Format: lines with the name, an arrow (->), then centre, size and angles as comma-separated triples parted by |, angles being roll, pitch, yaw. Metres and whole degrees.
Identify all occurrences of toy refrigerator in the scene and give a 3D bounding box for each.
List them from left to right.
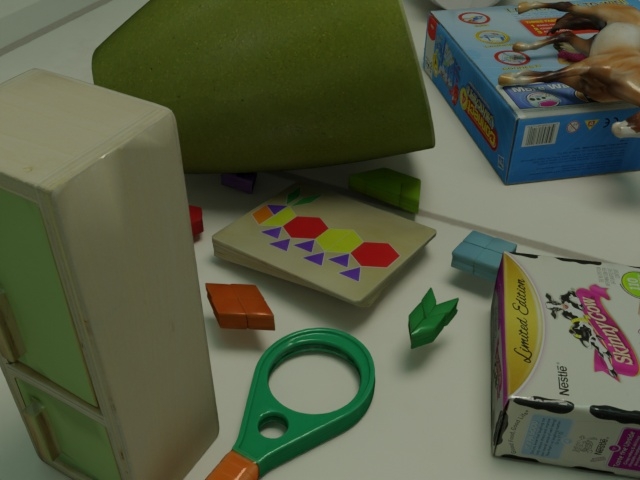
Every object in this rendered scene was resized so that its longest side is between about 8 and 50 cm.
toy refrigerator -> -0.139, 0.048, 0.426 | 0.102, 0.269, 0.094 | 20, 44, 22

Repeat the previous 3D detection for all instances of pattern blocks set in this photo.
pattern blocks set -> 0.000, 0.000, 0.669 | 0.285, 0.026, 0.325 | -29, 42, -36

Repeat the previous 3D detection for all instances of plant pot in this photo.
plant pot -> -0.065, -0.180, 0.719 | 0.294, 0.274, 0.274 | -17, 39, 7

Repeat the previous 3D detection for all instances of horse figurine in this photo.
horse figurine -> 0.292, -0.201, 0.763 | 0.174, 0.066, 0.263 | 7, 41, 18

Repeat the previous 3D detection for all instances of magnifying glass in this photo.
magnifying glass -> -0.039, 0.143, 0.506 | 0.092, 0.026, 0.231 | 22, 42, 24

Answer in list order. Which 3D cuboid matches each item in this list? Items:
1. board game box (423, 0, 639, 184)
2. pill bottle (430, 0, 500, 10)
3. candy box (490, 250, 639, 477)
board game box -> 0.321, -0.202, 0.885 | 0.308, 0.086, 0.302 | -7, 39, -8
pill bottle -> 0.246, -0.497, 1.175 | 0.182, 0.181, 0.323 | 6, 39, 7
candy box -> 0.249, 0.094, 0.528 | 0.233, 0.071, 0.159 | 6, 40, 8
